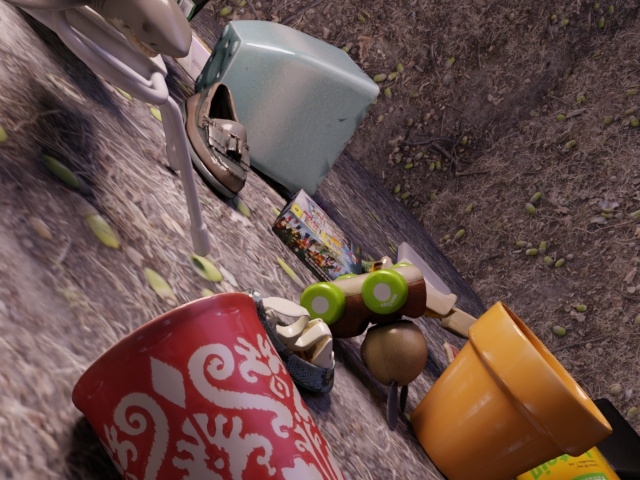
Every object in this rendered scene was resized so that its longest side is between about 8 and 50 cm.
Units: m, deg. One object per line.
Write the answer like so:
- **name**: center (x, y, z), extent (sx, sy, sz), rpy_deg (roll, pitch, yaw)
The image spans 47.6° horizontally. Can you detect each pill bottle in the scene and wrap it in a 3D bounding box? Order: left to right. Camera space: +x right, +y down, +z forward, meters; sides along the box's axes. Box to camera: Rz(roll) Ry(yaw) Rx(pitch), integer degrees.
- **pill bottle**: center (0.388, 0.391, 1.085), extent (0.136, 0.136, 0.246), rpy_deg (43, 11, -27)

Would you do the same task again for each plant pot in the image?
- **plant pot**: center (-0.089, -0.270, 1.348), extent (0.252, 0.247, 0.248), rpy_deg (22, 22, -28)
- **plant pot**: center (0.225, 0.215, 0.923), extent (0.205, 0.188, 0.205), rpy_deg (46, 11, -12)
- **plant pot**: center (0.479, 0.408, 1.313), extent (0.167, 0.188, 0.187), rpy_deg (19, 28, -46)

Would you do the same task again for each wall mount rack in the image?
- **wall mount rack**: center (-0.207, -0.152, 0.727), extent (0.304, 0.130, 0.350), rpy_deg (36, 15, -34)

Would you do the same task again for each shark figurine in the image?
- **shark figurine**: center (-0.215, -0.244, 0.540), extent (0.278, 0.116, 0.166), rpy_deg (20, 29, -18)

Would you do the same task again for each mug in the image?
- **mug**: center (-0.035, 0.130, 0.403), extent (0.169, 0.113, 0.150), rpy_deg (55, 14, 20)

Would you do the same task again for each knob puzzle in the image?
- **knob puzzle**: center (0.339, 0.288, 1.569), extent (0.213, 0.030, 0.213), rpy_deg (46, 10, -11)

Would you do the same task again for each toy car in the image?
- **toy car**: center (0.072, 0.131, 0.899), extent (0.155, 0.149, 0.188), rpy_deg (-6, 83, -73)

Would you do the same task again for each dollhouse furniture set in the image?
- **dollhouse furniture set**: center (0.180, 0.165, 1.282), extent (0.301, 0.151, 0.197), rpy_deg (29, -9, -5)

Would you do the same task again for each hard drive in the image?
- **hard drive**: center (0.289, 0.111, 1.991), extent (0.210, 0.040, 0.319), rpy_deg (47, 10, -1)

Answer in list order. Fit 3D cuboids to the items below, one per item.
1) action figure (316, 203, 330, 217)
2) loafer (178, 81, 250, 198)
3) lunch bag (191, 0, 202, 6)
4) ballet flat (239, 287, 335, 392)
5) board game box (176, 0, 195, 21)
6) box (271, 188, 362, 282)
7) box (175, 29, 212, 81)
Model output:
- **action figure**: center (0.000, -0.054, 1.452), extent (0.038, 0.030, 0.115), rpy_deg (54, 6, 5)
- **loafer**: center (-0.152, -0.163, 1.074), extent (0.096, 0.084, 0.267), rpy_deg (40, 13, -37)
- **lunch bag**: center (-0.303, -0.447, 1.150), extent (0.256, 0.212, 0.305), rpy_deg (45, 10, -17)
- **ballet flat**: center (-0.025, 0.096, 0.692), extent (0.188, 0.070, 0.070), rpy_deg (36, 16, -50)
- **board game box**: center (-0.289, -0.326, 0.886), extent (0.259, 0.030, 0.136), rpy_deg (16, -14, 30)
- **box**: center (0.000, 0.000, 1.205), extent (0.159, 0.044, 0.233), rpy_deg (47, 10, -6)
- **box**: center (-0.262, -0.383, 1.503), extent (0.324, 0.063, 0.067), rpy_deg (47, 11, -2)
